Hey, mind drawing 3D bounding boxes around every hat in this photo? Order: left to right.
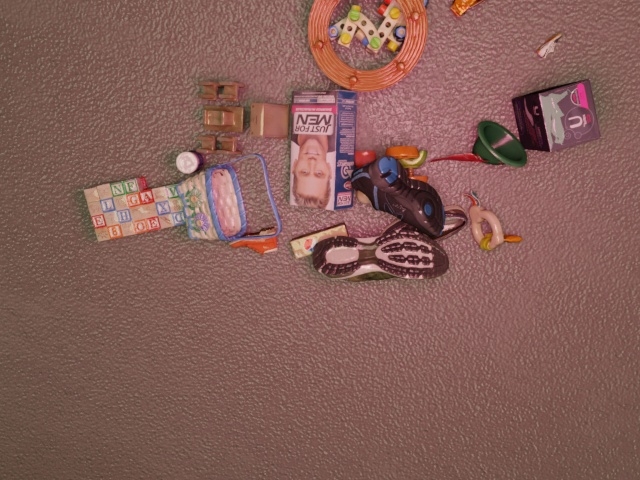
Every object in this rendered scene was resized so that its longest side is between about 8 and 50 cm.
[{"bbox_3d":[0.492,-0.249,1.819,0.208,0.173,0.183,47,134,9],"label":"hat"}]

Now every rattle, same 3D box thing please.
[{"bbox_3d":[0.535,-0.078,1.841,0.143,0.130,0.199,-19,72,-5],"label":"rattle"}]

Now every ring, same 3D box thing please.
[{"bbox_3d":[0.129,-0.587,1.657,0.337,0.032,0.336,3,111,8],"label":"ring"}]

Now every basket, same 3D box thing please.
[{"bbox_3d":[-0.275,-0.112,1.806,0.289,0.201,0.254,-12,99,15],"label":"basket"}]

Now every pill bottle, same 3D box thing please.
[{"bbox_3d":[-0.397,-0.243,1.829,0.067,0.120,0.066,1,101,3],"label":"pill bottle"}]

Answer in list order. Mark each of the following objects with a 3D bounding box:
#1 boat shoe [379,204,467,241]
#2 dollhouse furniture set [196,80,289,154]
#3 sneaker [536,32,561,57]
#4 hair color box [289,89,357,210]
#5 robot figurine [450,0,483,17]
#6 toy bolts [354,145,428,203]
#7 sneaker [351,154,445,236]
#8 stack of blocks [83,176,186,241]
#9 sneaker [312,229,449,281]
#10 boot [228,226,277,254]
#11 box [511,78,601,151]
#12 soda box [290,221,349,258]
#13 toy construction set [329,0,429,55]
[{"bbox_3d":[0.319,-0.033,1.845,0.286,0.092,0.102,-17,102,7],"label":"boat shoe"},{"bbox_3d":[-0.239,-0.369,1.813,0.242,0.161,0.211,8,102,24],"label":"dollhouse furniture set"},{"bbox_3d":[0.684,-0.578,1.761,0.083,0.032,0.037,-42,110,14],"label":"sneaker"},{"bbox_3d":[0.007,-0.271,1.775,0.174,0.105,0.346,9,104,37],"label":"hair color box"},{"bbox_3d":[0.459,-0.801,1.700,0.291,0.085,0.211,-43,96,10],"label":"robot figurine"},{"bbox_3d":[0.202,-0.189,1.771,0.229,0.218,0.158,-1,92,13],"label":"toy bolts"},{"bbox_3d":[0.234,-0.121,1.718,0.140,0.125,0.341,-15,135,45],"label":"sneaker"},{"bbox_3d":[-0.571,-0.113,1.879,0.298,0.087,0.171,-11,100,5],"label":"stack of blocks"},{"bbox_3d":[0.187,0.066,1.841,0.411,0.182,0.157,2,71,9],"label":"sneaker"},{"bbox_3d":[-0.214,0.013,1.902,0.158,0.059,0.084,-11,105,4],"label":"boot"},{"bbox_3d":[0.660,-0.349,1.679,0.144,0.270,0.165,-15,100,6],"label":"box"},{"bbox_3d":[0.000,0.000,1.886,0.182,0.058,0.061,-17,99,7],"label":"soda box"},{"bbox_3d":[0.184,-0.677,1.714,0.215,0.151,0.327,33,111,-3],"label":"toy construction set"}]
